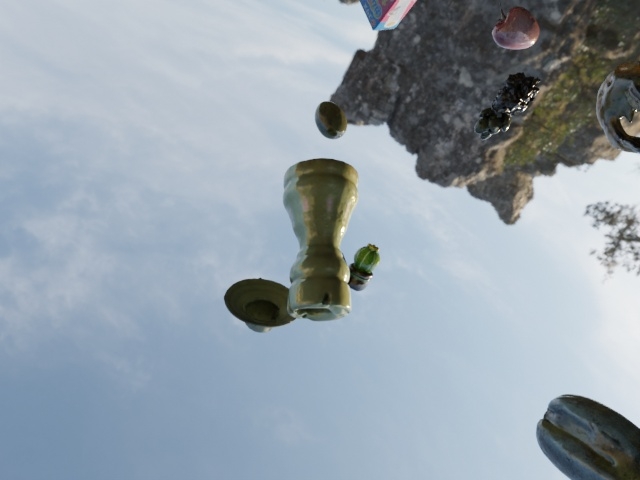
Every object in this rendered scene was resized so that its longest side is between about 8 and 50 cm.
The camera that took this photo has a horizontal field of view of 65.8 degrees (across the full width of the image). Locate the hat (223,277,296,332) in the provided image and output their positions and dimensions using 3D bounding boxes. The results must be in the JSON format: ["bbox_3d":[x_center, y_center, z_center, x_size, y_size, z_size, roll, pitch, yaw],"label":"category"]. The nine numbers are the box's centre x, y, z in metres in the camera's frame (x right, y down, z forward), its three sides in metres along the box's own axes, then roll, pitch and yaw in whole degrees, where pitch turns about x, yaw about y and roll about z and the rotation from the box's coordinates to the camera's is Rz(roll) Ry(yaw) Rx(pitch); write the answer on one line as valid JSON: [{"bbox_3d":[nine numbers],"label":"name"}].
[{"bbox_3d":[-0.190,0.234,1.584,0.252,0.109,0.252,10,-152,-6],"label":"hat"}]

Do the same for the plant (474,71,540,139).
[{"bbox_3d":[0.400,-0.287,1.076,0.085,0.174,0.087,17,-137,-23],"label":"plant"}]

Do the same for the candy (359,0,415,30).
[{"bbox_3d":[0.218,-0.742,1.358,0.100,0.306,0.157,-20,-97,-26],"label":"candy"}]

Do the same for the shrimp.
[{"bbox_3d":[0.563,-0.213,0.863,0.059,0.145,0.254,2,-134,-20],"label":"shrimp"}]

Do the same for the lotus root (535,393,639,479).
[{"bbox_3d":[0.543,0.405,0.909,0.140,0.158,0.322,37,177,-21],"label":"lotus root"}]

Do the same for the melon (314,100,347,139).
[{"bbox_3d":[0.032,-0.387,1.592,0.098,0.098,0.130,-15,-109,-46],"label":"melon"}]

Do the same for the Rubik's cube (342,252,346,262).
[{"bbox_3d":[0.025,0.088,1.616,0.112,0.133,0.133,37,-146,29],"label":"Rubik's cube"}]

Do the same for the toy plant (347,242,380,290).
[{"bbox_3d":[0.145,0.087,1.664,0.093,0.162,0.093,26,-166,-7],"label":"toy plant"}]

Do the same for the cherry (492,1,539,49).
[{"bbox_3d":[0.529,-0.570,1.330,0.126,0.106,0.086,15,-135,5],"label":"cherry"}]

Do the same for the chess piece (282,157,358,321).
[{"bbox_3d":[0.000,0.000,1.428,0.234,0.234,0.441,12,-117,-23],"label":"chess piece"}]
